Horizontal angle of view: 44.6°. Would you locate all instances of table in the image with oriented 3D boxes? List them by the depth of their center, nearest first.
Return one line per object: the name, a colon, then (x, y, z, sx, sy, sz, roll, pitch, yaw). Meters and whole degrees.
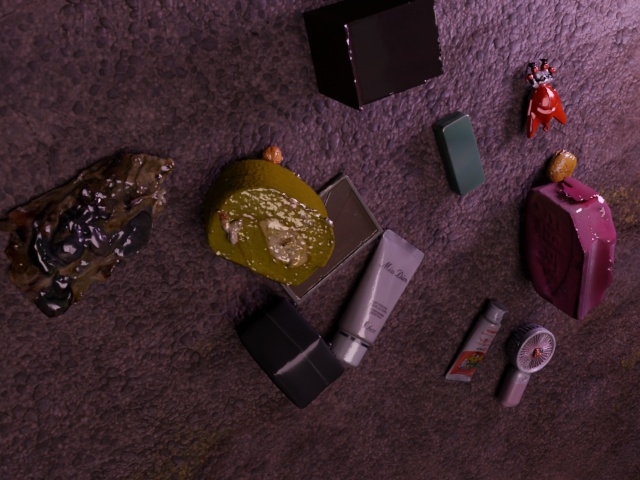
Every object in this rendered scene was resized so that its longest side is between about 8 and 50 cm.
table: (0.104, -0.368, 1.491, 0.193, 0.169, 0.172, -24, 121, -18)

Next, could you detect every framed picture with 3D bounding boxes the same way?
framed picture: (0.000, 0.000, 1.688, 0.260, 0.023, 0.189, -42, 125, -6)

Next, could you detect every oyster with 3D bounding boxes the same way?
oyster: (-0.402, -0.011, 1.432, 0.361, 0.096, 0.221, -31, 129, -10)

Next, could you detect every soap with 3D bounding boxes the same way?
soap: (0.601, 0.010, 1.893, 0.127, 0.220, 0.324, -23, 128, -26)

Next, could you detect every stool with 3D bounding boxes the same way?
stool: (-0.064, 0.230, 1.643, 0.141, 0.232, 0.232, -41, 124, -8)

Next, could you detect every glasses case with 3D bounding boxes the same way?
glasses case: (0.314, -0.195, 1.757, 0.078, 0.039, 0.184, -31, 123, -13)

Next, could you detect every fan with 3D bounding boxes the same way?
fan: (0.546, 0.340, 2.100, 0.130, 0.074, 0.244, 7, 109, -31)

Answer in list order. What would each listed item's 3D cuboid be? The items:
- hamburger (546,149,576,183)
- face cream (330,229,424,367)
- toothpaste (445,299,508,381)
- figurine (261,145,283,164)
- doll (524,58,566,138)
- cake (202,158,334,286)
hamburger: (0.589, -0.179, 1.909, 0.076, 0.044, 0.083, 16, 106, -32)
face cream: (0.120, 0.137, 1.788, 0.143, 0.089, 0.314, 32, 84, -35)
toothpaste: (0.404, 0.264, 2.009, 0.089, 0.057, 0.234, 13, 113, -33)
figurine: (-0.094, -0.136, 1.566, 0.064, 0.047, 0.109, -3, 122, -2)
doll: (0.512, -0.329, 1.792, 0.109, 0.057, 0.169, -22, 121, -16)
cake: (-0.092, -0.036, 1.515, 0.260, 0.156, 0.179, 24, 119, -24)
